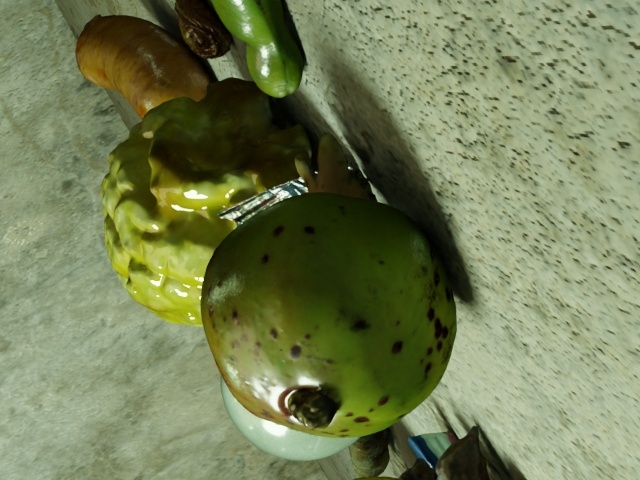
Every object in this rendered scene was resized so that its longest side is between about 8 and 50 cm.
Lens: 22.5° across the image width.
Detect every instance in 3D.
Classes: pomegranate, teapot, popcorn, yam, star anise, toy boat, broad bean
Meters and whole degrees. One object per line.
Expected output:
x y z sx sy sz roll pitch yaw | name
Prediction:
-0.001 0.031 1.234 0.198 0.198 0.246 92 165 -76 | pomegranate
-0.003 0.139 1.721 0.183 0.183 0.251 59 161 4 | teapot
-0.082 -0.032 1.492 0.251 0.206 0.236 -41 62 50 | popcorn
0.055 0.238 2.072 0.061 0.061 0.253 55 170 30 | yam
0.126 0.302 1.490 0.230 0.081 0.262 58 147 36 | star anise
0.159 0.286 1.649 0.229 0.046 0.080 62 173 -13 | toy boat
-0.052 -0.175 1.261 0.070 0.048 0.213 54 174 28 | broad bean

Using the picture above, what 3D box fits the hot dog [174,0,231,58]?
-0.119 -0.212 1.588 0.083 0.035 0.058 54 167 35 | hot dog

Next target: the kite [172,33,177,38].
-0.155 -0.190 1.992 0.159 0.010 0.190 56 171 25 | kite

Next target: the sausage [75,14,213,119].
-0.200 -0.197 1.889 0.270 0.109 0.109 40 160 53 | sausage

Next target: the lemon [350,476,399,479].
0.076 0.413 1.919 0.267 0.267 0.267 58 172 13 | lemon

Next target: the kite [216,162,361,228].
0.000 0.000 1.372 0.010 0.183 0.160 -73 4 -58 | kite
